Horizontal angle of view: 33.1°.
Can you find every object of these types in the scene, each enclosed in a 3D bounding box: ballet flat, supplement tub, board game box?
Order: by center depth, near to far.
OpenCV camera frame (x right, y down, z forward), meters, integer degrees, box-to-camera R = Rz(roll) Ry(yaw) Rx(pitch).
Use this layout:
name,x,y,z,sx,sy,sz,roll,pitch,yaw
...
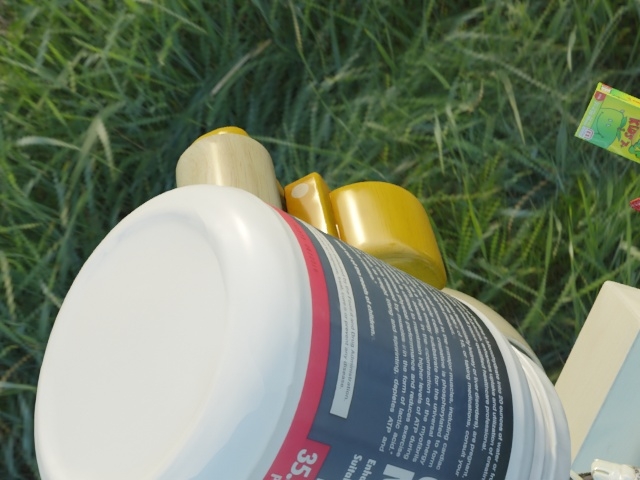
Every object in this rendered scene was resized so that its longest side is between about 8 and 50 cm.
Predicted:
name,x,y,z,sx,sy,sz,roll,pitch,yaw
supplement tub,-0.001,0.099,0.608,0.191,0.272,0.191,-24,54,37
ballet flat,0.199,0.183,0.794,0.114,0.041,0.041,-19,76,27
board game box,0.538,-0.188,1.831,0.181,0.043,0.092,25,121,9

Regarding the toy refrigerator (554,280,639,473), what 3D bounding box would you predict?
name,x,y,z,sx,sy,sz,roll,pitch,yaw
toy refrigerator,0.301,0.190,1.130,0.094,0.102,0.270,15,109,-13

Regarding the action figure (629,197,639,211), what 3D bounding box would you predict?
name,x,y,z,sx,sy,sz,roll,pitch,yaw
action figure,0.188,0.110,0.533,0.139,0.091,0.281,-8,80,-21

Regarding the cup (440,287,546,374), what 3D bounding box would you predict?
name,x,y,z,sx,sy,sz,roll,pitch,yaw
cup,0.195,0.211,1.839,0.331,0.331,0.237,-26,33,9

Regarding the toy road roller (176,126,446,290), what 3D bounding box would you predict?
name,x,y,z,sx,sy,sz,roll,pitch,yaw
toy road roller,0.000,0.000,1.273,0.240,0.329,0.203,-25,42,11
